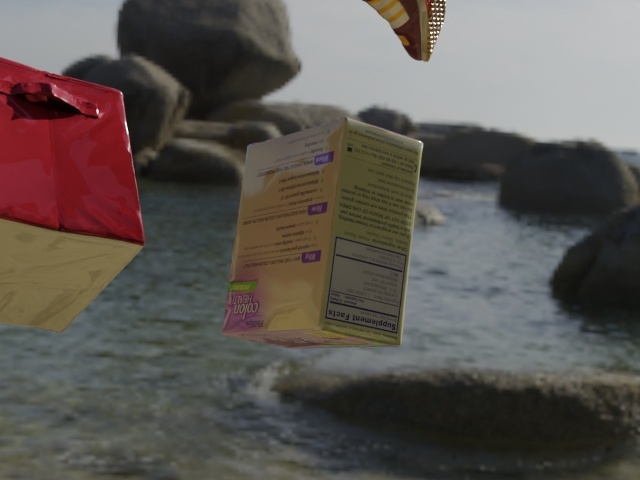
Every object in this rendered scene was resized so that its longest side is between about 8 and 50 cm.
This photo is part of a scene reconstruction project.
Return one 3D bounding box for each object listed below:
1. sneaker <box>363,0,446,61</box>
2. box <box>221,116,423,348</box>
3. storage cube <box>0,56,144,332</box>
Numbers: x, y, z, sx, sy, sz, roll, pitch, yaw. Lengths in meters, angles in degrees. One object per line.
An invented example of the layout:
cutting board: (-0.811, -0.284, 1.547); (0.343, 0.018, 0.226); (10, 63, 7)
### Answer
sneaker: (0.077, -0.255, 1.217); (0.084, 0.069, 0.185); (12, -28, 17)
box: (0.000, 0.000, 1.405); (0.117, 0.243, 0.213); (15, -14, -33)
storage cube: (-0.307, -0.041, 1.190); (0.183, 0.193, 0.215); (13, -40, -37)
